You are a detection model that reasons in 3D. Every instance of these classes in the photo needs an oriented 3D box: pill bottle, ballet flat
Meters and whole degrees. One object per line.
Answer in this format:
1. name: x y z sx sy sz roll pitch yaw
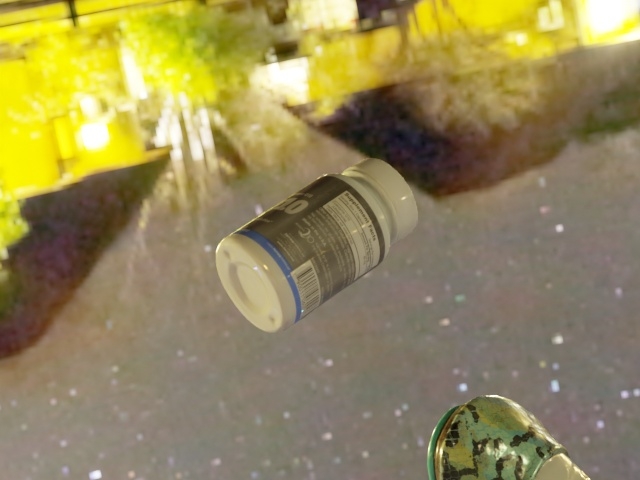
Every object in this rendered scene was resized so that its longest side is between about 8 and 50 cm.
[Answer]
1. pill bottle: 0.000 0.000 0.967 0.137 0.078 0.078 -34 -162 -30
2. ballet flat: 0.105 0.128 0.584 0.070 0.188 0.070 -14 -129 18
